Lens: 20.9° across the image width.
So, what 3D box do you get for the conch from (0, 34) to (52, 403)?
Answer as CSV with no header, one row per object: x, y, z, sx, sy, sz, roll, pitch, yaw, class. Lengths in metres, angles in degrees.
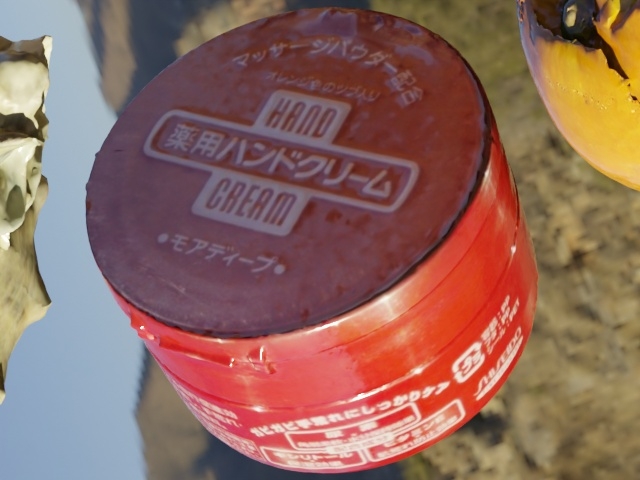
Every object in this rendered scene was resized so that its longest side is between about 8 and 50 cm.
-0.198,0.031,0.629,0.159,0.291,0.210,42,-157,-8,conch

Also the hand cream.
0.000,0.000,0.795,0.125,0.193,0.193,68,-179,-50,hand cream

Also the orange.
0.223,-0.135,0.955,0.240,0.240,0.240,159,90,-89,orange
